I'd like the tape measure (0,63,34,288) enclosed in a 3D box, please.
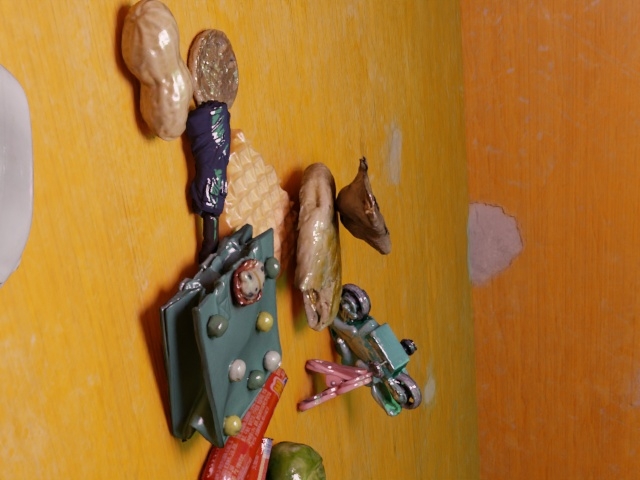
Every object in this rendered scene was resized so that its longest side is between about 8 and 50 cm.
[{"bbox_3d":[-0.333,-0.024,0.621,0.125,0.246,0.243,46,44,-66],"label":"tape measure"}]

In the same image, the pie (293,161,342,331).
[{"bbox_3d":[0.000,0.000,1.572,0.337,0.075,0.338,1,90,-83],"label":"pie"}]

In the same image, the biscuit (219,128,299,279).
[{"bbox_3d":[-0.107,-0.029,1.419,0.309,0.040,0.205,59,40,-54],"label":"biscuit"}]

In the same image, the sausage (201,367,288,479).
[{"bbox_3d":[-0.130,0.322,1.353,0.274,0.074,0.074,-66,150,-41],"label":"sausage"}]

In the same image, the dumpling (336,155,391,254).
[{"bbox_3d":[0.072,-0.069,1.547,0.332,0.086,0.166,67,3,-74],"label":"dumpling"}]

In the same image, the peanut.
[{"bbox_3d":[-0.212,-0.221,1.090,0.082,0.082,0.187,-59,146,-50],"label":"peanut"}]

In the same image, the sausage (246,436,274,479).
[{"bbox_3d":[-0.117,0.412,1.442,0.048,0.050,0.145,24,68,-37],"label":"sausage"}]

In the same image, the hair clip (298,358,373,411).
[{"bbox_3d":[0.034,0.302,1.681,0.123,0.138,0.102,3,95,-75],"label":"hair clip"}]

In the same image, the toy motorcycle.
[{"bbox_3d":[0.101,0.242,1.772,0.109,0.198,0.296,-28,81,-33],"label":"toy motorcycle"}]

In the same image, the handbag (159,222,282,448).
[{"bbox_3d":[-0.130,0.148,1.252,0.269,0.100,0.274,-49,146,-57],"label":"handbag"}]

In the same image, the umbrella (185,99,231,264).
[{"bbox_3d":[-0.168,-0.086,1.243,0.071,0.071,0.248,-36,131,-63],"label":"umbrella"}]

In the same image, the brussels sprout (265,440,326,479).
[{"bbox_3d":[-0.047,0.440,1.518,0.155,0.117,0.155,1,89,-58],"label":"brussels sprout"}]

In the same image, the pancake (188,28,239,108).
[{"bbox_3d":[-0.162,-0.258,1.277,0.139,0.022,0.140,2,90,-67],"label":"pancake"}]
